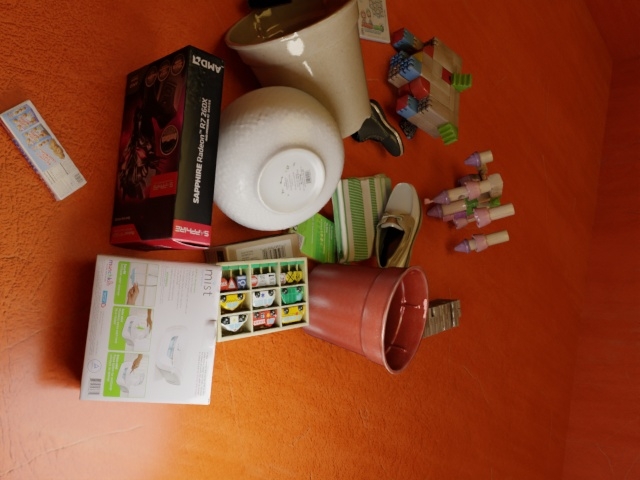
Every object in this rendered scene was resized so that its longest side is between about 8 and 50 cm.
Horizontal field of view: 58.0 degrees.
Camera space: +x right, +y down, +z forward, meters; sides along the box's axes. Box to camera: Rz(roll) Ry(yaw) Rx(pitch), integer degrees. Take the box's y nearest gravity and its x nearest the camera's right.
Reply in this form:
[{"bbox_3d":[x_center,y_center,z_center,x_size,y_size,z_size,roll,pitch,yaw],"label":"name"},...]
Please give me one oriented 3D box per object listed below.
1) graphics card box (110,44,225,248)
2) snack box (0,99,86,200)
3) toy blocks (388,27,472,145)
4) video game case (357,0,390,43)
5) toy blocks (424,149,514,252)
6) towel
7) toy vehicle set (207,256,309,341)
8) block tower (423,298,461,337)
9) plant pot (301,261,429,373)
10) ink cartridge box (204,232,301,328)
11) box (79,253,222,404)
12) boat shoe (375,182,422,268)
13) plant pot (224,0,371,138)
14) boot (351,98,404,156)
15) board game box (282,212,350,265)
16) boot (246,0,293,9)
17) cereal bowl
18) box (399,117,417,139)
[{"bbox_3d":[-0.301,-0.168,1.132,0.094,0.233,0.371,12,79,-45],"label":"graphics card box"},{"bbox_3d":[-0.510,-0.164,1.062,0.064,0.022,0.178,-47,120,-37],"label":"snack box"},{"bbox_3d":[0.334,-0.525,1.881,0.261,0.191,0.381,24,63,-33],"label":"toy blocks"},{"bbox_3d":[0.160,-0.700,1.811,0.157,0.019,0.143,-11,95,-46],"label":"video game case"},{"bbox_3d":[0.492,-0.132,2.016,0.288,0.260,0.309,60,16,-63],"label":"toy blocks"},{"bbox_3d":[0.134,-0.070,1.702,0.325,0.038,0.248,-13,98,-56],"label":"towel"},{"bbox_3d":[-0.134,0.125,1.305,0.267,0.035,0.166,-3,90,-45],"label":"toy vehicle set"},{"bbox_3d":[0.338,0.258,1.885,0.335,0.097,0.091,-6,91,-46],"label":"block tower"},{"bbox_3d":[0.104,0.174,1.487,0.272,0.265,0.272,-25,120,-54],"label":"plant pot"},{"bbox_3d":[-0.149,0.091,1.382,0.234,0.088,0.193,-13,96,-47],"label":"ink cartridge box"},{"bbox_3d":[-0.315,0.168,1.099,0.231,0.127,0.262,5,82,-14],"label":"box"},{"bbox_3d":[0.228,-0.038,1.708,0.103,0.113,0.302,32,62,-58],"label":"boat shoe"},{"bbox_3d":[-0.018,-0.415,1.416,0.334,0.334,0.305,-53,134,-35],"label":"plant pot"},{"bbox_3d":[0.162,-0.311,1.760,0.198,0.077,0.137,51,57,-15],"label":"boot"},{"bbox_3d":[0.000,0.000,1.584,0.259,0.039,0.124,29,67,-40],"label":"board game box"},{"bbox_3d":[-0.049,-0.646,1.424,0.090,0.248,0.207,67,27,-53],"label":"boot"},{"bbox_3d":[-0.090,-0.161,1.297,0.339,0.141,0.339,-13,126,-19],"label":"cereal bowl"},{"bbox_3d":[0.300,-0.392,1.940,0.067,0.018,0.083,49,55,-33],"label":"box"}]
